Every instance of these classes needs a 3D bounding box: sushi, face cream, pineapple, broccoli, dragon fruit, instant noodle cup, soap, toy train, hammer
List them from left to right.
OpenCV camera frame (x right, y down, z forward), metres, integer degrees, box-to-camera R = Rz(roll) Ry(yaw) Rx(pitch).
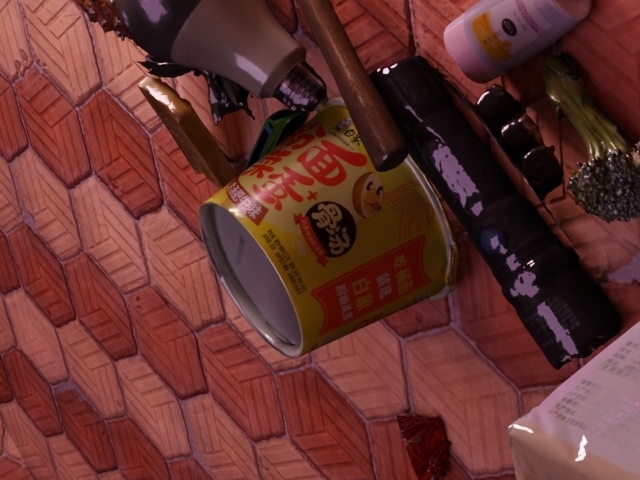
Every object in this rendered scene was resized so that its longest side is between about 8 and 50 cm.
[{"bbox_3d":[-0.188,-0.289,2.074,0.364,0.165,0.165,41,144,28],"label":"pineapple"},{"bbox_3d":[-0.188,-0.150,2.205,0.092,0.037,0.252,40,169,29],"label":"soap"},{"bbox_3d":[-0.069,-0.135,2.136,0.042,0.044,0.209,53,148,16],"label":"toy train"},{"bbox_3d":[0.000,0.000,1.927,0.311,0.221,0.311,47,158,26],"label":"instant noodle cup"},{"bbox_3d":[0.001,-0.276,1.824,0.440,0.044,0.168,66,155,20],"label":"hammer"},{"bbox_3d":[0.159,0.309,2.175,0.097,0.063,0.131,-108,-1,-74],"label":"dragon fruit"},{"bbox_3d":[0.210,-0.235,1.630,0.084,0.057,0.198,53,149,-4],"label":"face cream"},{"bbox_3d":[0.226,-0.101,1.640,0.219,0.047,0.231,53,-173,-5],"label":"sushi"},{"bbox_3d":[0.292,-0.110,1.596,0.118,0.122,0.204,-52,56,42],"label":"broccoli"}]

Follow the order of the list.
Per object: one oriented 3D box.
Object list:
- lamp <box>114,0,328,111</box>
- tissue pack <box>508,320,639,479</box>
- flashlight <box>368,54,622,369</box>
[{"bbox_3d":[-0.120,-0.274,1.923,0.314,0.182,0.182,38,150,-7],"label":"lamp"},{"bbox_3d":[0.436,0.232,1.420,0.405,0.332,0.205,23,137,46],"label":"tissue pack"},{"bbox_3d":[0.199,-0.042,1.773,0.424,0.103,0.103,56,149,11],"label":"flashlight"}]
